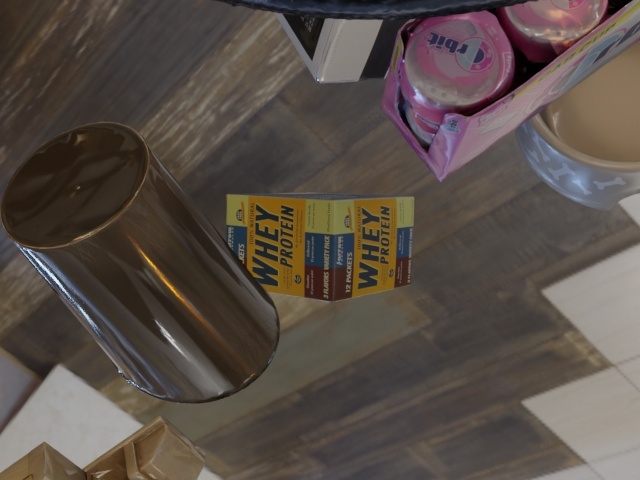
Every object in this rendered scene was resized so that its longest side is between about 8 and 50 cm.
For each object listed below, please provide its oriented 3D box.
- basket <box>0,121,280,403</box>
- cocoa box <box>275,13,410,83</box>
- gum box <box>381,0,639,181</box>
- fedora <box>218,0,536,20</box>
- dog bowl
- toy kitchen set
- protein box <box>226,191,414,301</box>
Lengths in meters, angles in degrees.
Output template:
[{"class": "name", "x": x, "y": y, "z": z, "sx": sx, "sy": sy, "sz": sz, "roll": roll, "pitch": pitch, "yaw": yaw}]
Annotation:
[{"class": "basket", "x": -0.161, "y": 0.019, "z": 0.701, "sx": 0.204, "sy": 0.154, "sz": 0.227, "roll": 22, "pitch": 154, "yaw": 32}, {"class": "cocoa box", "x": 0.055, "y": -0.392, "z": 0.983, "sx": 0.227, "sy": 0.347, "sz": 0.231, "roll": -9, "pitch": 143, "yaw": -27}, {"class": "gum box", "x": 0.120, "y": -0.116, "z": 0.441, "sx": 0.062, "sy": 0.188, "sz": 0.107, "roll": 53, "pitch": 174, "yaw": 10}, {"class": "fedora", "x": 0.015, "y": -0.210, "z": 0.224, "sx": 0.334, "sy": 0.153, "sz": 0.334, "roll": 3, "pitch": 154, "yaw": 1}, {"class": "dog bowl", "x": 0.446, "y": -0.217, "z": 1.141, "sx": 0.348, "sy": 0.349, "sz": 0.102, "roll": -1, "pitch": 159, "yaw": 22}, {"class": "toy kitchen set", "x": -0.066, "y": 0.114, "z": 0.279, "sx": 0.068, "sy": 0.075, "sz": 0.083, "roll": -36, "pitch": 126, "yaw": 2}, {"class": "protein box", "x": 0.000, "y": 0.000, "z": 1.165, "sx": 0.199, "sy": 0.201, "sz": 0.136, "roll": 5, "pitch": 97, "yaw": 37}]
